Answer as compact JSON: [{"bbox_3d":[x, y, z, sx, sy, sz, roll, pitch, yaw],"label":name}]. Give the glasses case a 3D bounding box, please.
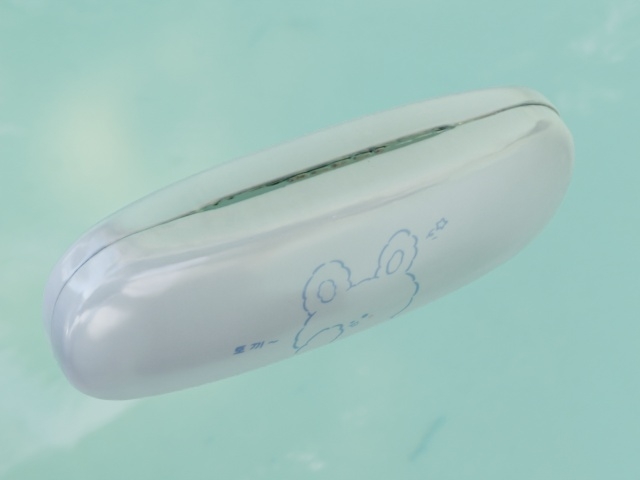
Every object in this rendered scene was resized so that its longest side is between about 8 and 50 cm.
[{"bbox_3d":[0.000,0.000,0.709,0.059,0.233,0.092,54,151,33],"label":"glasses case"}]
